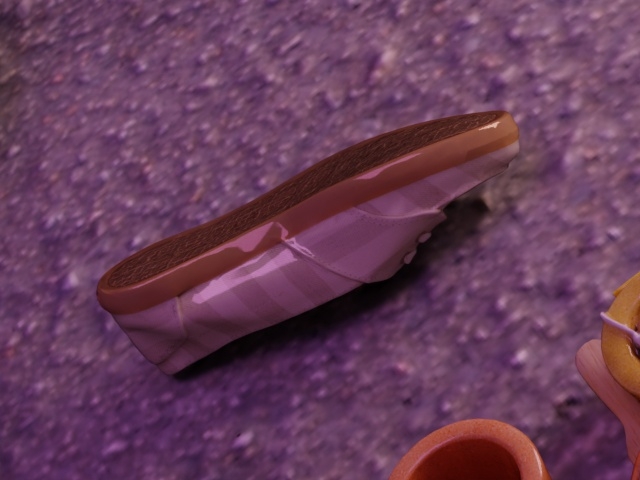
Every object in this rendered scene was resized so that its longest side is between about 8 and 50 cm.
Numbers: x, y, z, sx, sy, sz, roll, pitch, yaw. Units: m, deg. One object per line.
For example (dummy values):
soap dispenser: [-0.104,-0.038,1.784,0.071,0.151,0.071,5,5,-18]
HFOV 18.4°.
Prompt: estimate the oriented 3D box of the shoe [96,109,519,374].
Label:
shoe: [0.000,0.000,0.948,0.219,0.058,0.076,-24,14,12]

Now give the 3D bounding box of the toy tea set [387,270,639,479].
toy tea set: [0.068,0.123,0.737,0.336,0.124,0.200,-39,42,2]
